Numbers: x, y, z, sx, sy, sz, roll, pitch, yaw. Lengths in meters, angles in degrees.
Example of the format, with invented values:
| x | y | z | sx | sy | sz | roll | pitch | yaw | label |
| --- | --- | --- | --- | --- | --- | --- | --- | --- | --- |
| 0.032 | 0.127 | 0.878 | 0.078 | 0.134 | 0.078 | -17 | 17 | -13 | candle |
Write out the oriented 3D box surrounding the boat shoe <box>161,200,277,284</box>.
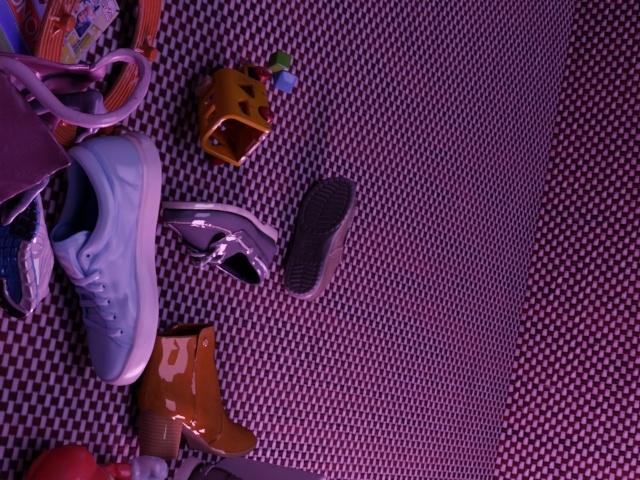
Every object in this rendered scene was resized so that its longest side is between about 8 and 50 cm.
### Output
| x | y | z | sx | sy | sz | roll | pitch | yaw | label |
| --- | --- | --- | --- | --- | --- | --- | --- | --- | --- |
| -0.157 | 0.003 | 2.281 | 0.319 | 0.116 | 0.099 | 27 | 69 | -66 | boat shoe |

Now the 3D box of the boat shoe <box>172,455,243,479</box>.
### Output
| x | y | z | sx | sy | sz | roll | pitch | yaw | label |
| --- | --- | --- | --- | --- | --- | --- | --- | --- | --- |
| -0.213 | 0.473 | 2.109 | 0.116 | 0.097 | 0.324 | 91 | 21 | -55 | boat shoe |

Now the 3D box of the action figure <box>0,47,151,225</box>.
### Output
| x | y | z | sx | sy | sz | roll | pitch | yaw | label |
| --- | --- | --- | --- | --- | --- | --- | --- | --- | --- |
| -0.421 | -0.191 | 1.563 | 0.370 | 0.276 | 0.248 | 45 | 44 | -23 | action figure |

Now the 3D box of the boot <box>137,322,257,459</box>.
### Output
| x | y | z | sx | sy | sz | roll | pitch | yaw | label |
| --- | --- | --- | --- | --- | --- | --- | --- | --- | --- |
| -0.183 | 0.238 | 2.304 | 0.295 | 0.104 | 0.211 | 8 | 90 | -58 | boot |

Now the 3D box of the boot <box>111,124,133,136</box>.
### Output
| x | y | z | sx | sy | sz | roll | pitch | yaw | label |
| --- | --- | --- | --- | --- | --- | --- | --- | --- | --- |
| -0.278 | -0.110 | 2.114 | 0.106 | 0.037 | 0.114 | 14 | 80 | -64 | boot |

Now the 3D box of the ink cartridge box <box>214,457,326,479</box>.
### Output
| x | y | z | sx | sy | sz | roll | pitch | yaw | label |
| --- | --- | --- | --- | --- | --- | --- | --- | --- | --- |
| -0.118 | 0.534 | 2.399 | 0.198 | 0.197 | 0.270 | -26 | 119 | -58 | ink cartridge box |

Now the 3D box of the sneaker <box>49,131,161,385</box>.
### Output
| x | y | z | sx | sy | sz | roll | pitch | yaw | label |
| --- | --- | --- | --- | --- | --- | --- | --- | --- | --- |
| -0.318 | 0.030 | 2.005 | 0.150 | 0.135 | 0.365 | -6 | 102 | -40 | sneaker |

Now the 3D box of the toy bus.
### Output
| x | y | z | sx | sy | sz | roll | pitch | yaw | label |
| --- | --- | --- | --- | --- | --- | --- | --- | --- | --- |
| -0.144 | -0.219 | 2.250 | 0.104 | 0.202 | 0.190 | 23 | 82 | -30 | toy bus |

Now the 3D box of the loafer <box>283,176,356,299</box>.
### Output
| x | y | z | sx | sy | sz | roll | pitch | yaw | label |
| --- | --- | --- | --- | --- | --- | --- | --- | --- | --- |
| 0.000 | 0.000 | 2.617 | 0.087 | 0.094 | 0.251 | 64 | 46 | -64 | loafer |

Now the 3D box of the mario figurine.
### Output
| x | y | z | sx | sy | sz | roll | pitch | yaw | label |
| --- | --- | --- | --- | --- | --- | --- | --- | --- | --- |
| -0.299 | 0.400 | 2.048 | 0.320 | 0.170 | 0.198 | 64 | 8 | -58 | mario figurine |

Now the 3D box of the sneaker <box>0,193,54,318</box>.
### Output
| x | y | z | sx | sy | sz | roll | pitch | yaw | label |
| --- | --- | --- | --- | --- | --- | --- | --- | --- | --- |
| -0.389 | 0.002 | 1.908 | 0.083 | 0.071 | 0.190 | -37 | 138 | -61 | sneaker |

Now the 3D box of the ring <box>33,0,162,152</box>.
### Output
| x | y | z | sx | sy | sz | roll | pitch | yaw | label |
| --- | --- | --- | --- | --- | --- | --- | --- | --- | --- |
| -0.290 | -0.275 | 1.950 | 0.336 | 0.032 | 0.336 | 19 | 90 | -74 | ring |

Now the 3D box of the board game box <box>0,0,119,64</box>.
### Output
| x | y | z | sx | sy | sz | roll | pitch | yaw | label |
| --- | --- | --- | --- | --- | --- | --- | --- | --- | --- |
| -0.380 | -0.360 | 1.844 | 0.213 | 0.046 | 0.317 | -60 | 145 | -36 | board game box |
